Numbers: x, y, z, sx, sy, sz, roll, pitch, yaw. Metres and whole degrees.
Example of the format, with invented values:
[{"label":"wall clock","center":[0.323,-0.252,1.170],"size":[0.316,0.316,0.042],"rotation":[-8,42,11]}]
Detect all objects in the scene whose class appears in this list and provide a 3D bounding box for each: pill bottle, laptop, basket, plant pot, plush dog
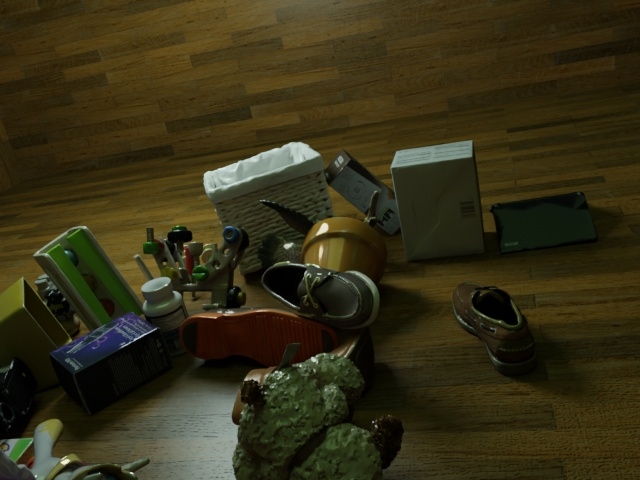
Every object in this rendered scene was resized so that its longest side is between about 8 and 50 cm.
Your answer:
[{"label":"pill bottle","center":[-0.356,0.175,1.484],"size":[0.094,0.169,0.094],"rotation":[-11,22,4]},{"label":"laptop","center":[0.580,-0.046,1.701],"size":[0.234,0.136,0.264],"rotation":[-8,-3,12]},{"label":"basket","center":[-0.140,-0.105,1.869],"size":[0.331,0.266,0.328],"rotation":[-20,18,-6]},{"label":"plant pot","center":[0.043,0.083,1.478],"size":[0.205,0.205,0.188],"rotation":[-6,38,17]},{"label":"plant pot","center":[-0.714,0.248,1.496],"size":[0.187,0.212,0.212],"rotation":[-33,27,-13]},{"label":"plush dog","center":[-0.007,0.299,0.937],"size":[0.225,0.210,0.262],"rotation":[38,79,27]}]

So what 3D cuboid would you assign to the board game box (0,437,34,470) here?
[{"label":"board game box","center":[-0.660,0.433,1.218],"size":[0.259,0.039,0.124],"rotation":[-5,24,13]}]

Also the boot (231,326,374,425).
[{"label":"boot","center":[-0.023,0.259,1.209],"size":[0.220,0.109,0.283],"rotation":[-7,30,25]}]

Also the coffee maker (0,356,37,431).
[{"label":"coffee maker","center":[-0.709,0.340,1.331],"size":[0.178,0.120,0.171],"rotation":[-20,7,2]}]

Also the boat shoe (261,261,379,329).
[{"label":"boat shoe","center":[-0.008,0.103,1.278],"size":[0.097,0.116,0.324],"rotation":[11,1,-32]}]

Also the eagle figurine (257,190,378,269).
[{"label":"eagle figurine","center":[-0.004,-0.002,1.643],"size":[0.298,0.226,0.225],"rotation":[-6,0,-18]}]

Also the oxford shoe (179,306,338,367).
[{"label":"oxford shoe","center":[-0.120,0.190,1.384],"size":[0.364,0.130,0.133],"rotation":[3,14,23]}]

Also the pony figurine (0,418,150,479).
[{"label":"pony figurine","center":[-0.470,0.392,0.953],"size":[0.351,0.303,0.363],"rotation":[-20,6,-39]}]

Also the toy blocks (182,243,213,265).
[{"label":"toy blocks","center":[-0.381,0.038,1.989],"size":[0.123,0.054,0.148],"rotation":[-17,22,-8]}]

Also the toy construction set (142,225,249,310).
[{"label":"toy construction set","center":[-0.302,0.105,1.614],"size":[0.257,0.237,0.309],"rotation":[-4,-10,-13]}]

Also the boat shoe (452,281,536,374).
[{"label":"boat shoe","center":[0.341,0.138,1.266],"size":[0.111,0.104,0.307],"rotation":[-15,22,-5]}]

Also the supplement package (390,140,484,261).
[{"label":"supplement package","center":[0.308,-0.102,1.657],"size":[0.204,0.262,0.145],"rotation":[-6,24,15]}]

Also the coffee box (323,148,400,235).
[{"label":"coffee box","center":[0.135,-0.141,1.866],"size":[0.098,0.246,0.141],"rotation":[-49,20,11]}]

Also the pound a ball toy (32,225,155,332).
[{"label":"pound a ball toy","center":[-0.541,0.108,1.629],"size":[0.136,0.319,0.208],"rotation":[-4,33,50]}]

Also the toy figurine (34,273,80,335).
[{"label":"toy figurine","center":[-0.660,0.150,1.772],"size":[0.209,0.148,0.213],"rotation":[-33,31,-28]}]

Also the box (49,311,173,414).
[{"label":"box","center":[-0.460,0.264,1.411],"size":[0.207,0.108,0.153],"rotation":[-29,27,-35]}]
